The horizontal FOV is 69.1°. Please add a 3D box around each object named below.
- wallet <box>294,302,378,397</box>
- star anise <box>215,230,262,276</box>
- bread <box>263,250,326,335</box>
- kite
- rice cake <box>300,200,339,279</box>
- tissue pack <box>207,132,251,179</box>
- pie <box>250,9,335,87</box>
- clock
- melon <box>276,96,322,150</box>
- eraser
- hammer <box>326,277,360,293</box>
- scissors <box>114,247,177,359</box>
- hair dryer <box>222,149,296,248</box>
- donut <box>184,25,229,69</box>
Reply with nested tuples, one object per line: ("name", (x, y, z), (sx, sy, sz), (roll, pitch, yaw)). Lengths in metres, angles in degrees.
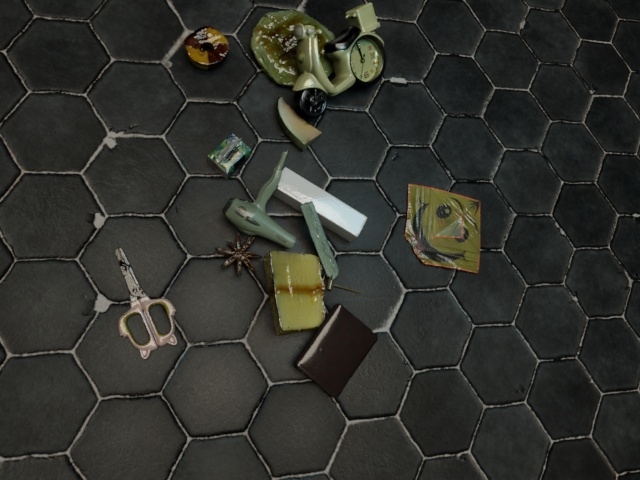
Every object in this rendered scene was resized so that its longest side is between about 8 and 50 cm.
("wallet", (0.048, 0.322, 1.357), (0.182, 0.049, 0.229), (43, 72, -17))
("star anise", (-0.238, 0.045, 1.363), (0.141, 0.042, 0.141), (5, 67, -13))
("bread", (-0.059, 0.140, 1.336), (0.178, 0.135, 0.240), (-7, 79, -15))
("kite", (0.428, -0.054, 1.564), (0.328, 0.013, 0.377), (-32, 84, -19))
("rice cake", (0.000, 0.000, 1.393), (0.042, 0.045, 0.245), (-18, 102, 15))
("tissue pack", (-0.276, -0.260, 1.409), (0.085, 0.079, 0.111), (41, 72, 0))
("pie", (-0.085, -0.642, 1.552), (0.307, 0.071, 0.306), (3, 77, -12))
("clock", (0.046, -0.585, 1.499), (0.379, 0.120, 0.276), (-34, 120, -25))
("melon", (-0.090, -0.380, 1.498), (0.182, 0.054, 0.098), (41, 65, -2))
("eraser", (-0.006, -0.108, 1.439), (0.298, 0.078, 0.076), (31, 72, -5))
("hammer", (0.072, 0.147, 1.432), (0.110, 0.019, 0.035), (17, 74, -15))
("scissors", (-0.502, 0.163, 1.282), (0.160, 0.024, 0.317), (-24, 83, -17))
("hair dryer", (-0.121, -0.096, 1.362), (0.267, 0.092, 0.229), (-41, 104, 1))
("donut", (-0.362, -0.610, 1.482), (0.141, 0.059, 0.140), (3, 76, -13))
